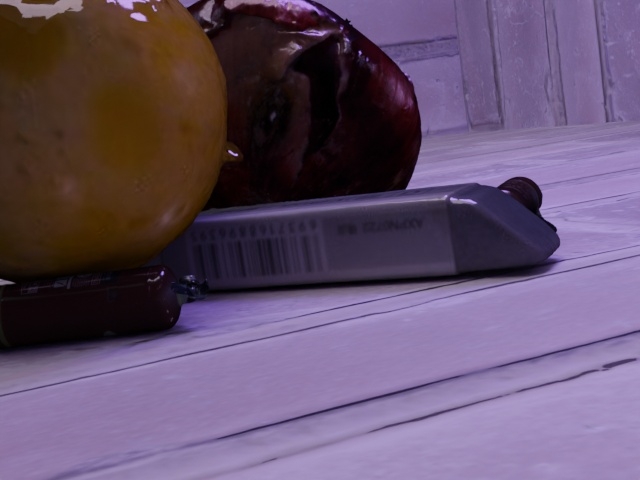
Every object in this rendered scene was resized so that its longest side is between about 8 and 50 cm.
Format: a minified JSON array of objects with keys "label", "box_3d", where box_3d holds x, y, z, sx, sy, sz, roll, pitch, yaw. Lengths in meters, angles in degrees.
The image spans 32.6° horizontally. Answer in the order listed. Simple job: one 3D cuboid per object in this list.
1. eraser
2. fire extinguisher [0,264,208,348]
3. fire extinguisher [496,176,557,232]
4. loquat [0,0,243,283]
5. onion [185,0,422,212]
[{"label":"eraser","box_3d":[0.000,0.000,0.826,0.352,0.061,0.089,-5,7,24]},{"label":"fire extinguisher","box_3d":[-0.145,0.042,0.701,0.158,0.043,0.064,-7,-11,3]},{"label":"fire extinguisher","box_3d":[0.170,-0.025,0.945,0.078,0.045,0.157,17,12,15]},{"label":"loquat","box_3d":[-0.167,-0.077,0.756,0.244,0.243,0.244,-7,7,1]},{"label":"onion","box_3d":[-0.045,-0.081,0.959,0.272,0.272,0.195,-7,43,7]}]
